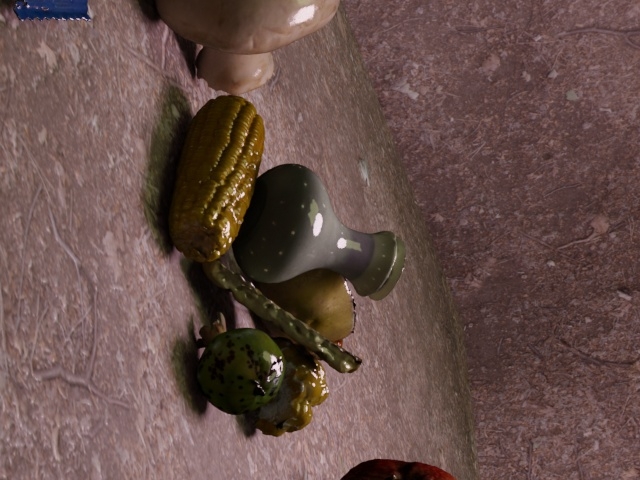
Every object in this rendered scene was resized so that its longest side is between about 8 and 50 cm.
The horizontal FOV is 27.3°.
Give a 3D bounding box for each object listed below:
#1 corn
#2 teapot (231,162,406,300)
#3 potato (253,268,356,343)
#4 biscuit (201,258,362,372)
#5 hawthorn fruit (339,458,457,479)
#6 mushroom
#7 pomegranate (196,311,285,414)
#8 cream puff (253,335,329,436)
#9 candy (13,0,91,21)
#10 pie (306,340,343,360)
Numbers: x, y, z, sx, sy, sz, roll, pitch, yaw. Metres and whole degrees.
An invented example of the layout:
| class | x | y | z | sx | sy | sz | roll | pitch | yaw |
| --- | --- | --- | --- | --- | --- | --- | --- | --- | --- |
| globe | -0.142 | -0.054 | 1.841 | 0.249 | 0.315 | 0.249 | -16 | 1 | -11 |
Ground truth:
| class | x | y | z | sx | sy | sz | roll | pitch | yaw |
| --- | --- | --- | --- | --- | --- | --- | --- | --- | --- |
| corn | -0.146 | -0.098 | 1.891 | 0.363 | 0.120 | 0.120 | -85 | 158 | -54 |
| teapot | 0.000 | 0.000 | 1.970 | 0.251 | 0.183 | 0.183 | 23 | 42 | -25 |
| potato | -0.044 | 0.100 | 2.113 | 0.117 | 0.182 | 0.202 | -41 | 139 | -34 |
| biscuit | -0.066 | 0.105 | 1.923 | 0.273 | 0.036 | 0.187 | 36 | -2 | -9 |
| hawthorn fruit | 0.124 | 0.527 | 2.072 | 0.285 | 0.285 | 0.369 | -75 | 157 | -66 |
| mushroom | -0.116 | -0.360 | 2.029 | 0.297 | 0.297 | 0.290 | -86 | -178 | -55 |
| pomegranate | -0.117 | 0.161 | 1.765 | 0.161 | 0.122 | 0.122 | 52 | -3 | 34 |
| cream puff | -0.052 | 0.208 | 1.947 | 0.156 | 0.121 | 0.156 | -20 | 90 | -81 |
| candy | -0.335 | -0.410 | 1.515 | 0.187 | 0.077 | 0.331 | -19 | 94 | -71 |
| pie | -0.011 | 0.076 | 2.365 | 0.308 | 0.085 | 0.308 | -15 | 90 | -82 |
